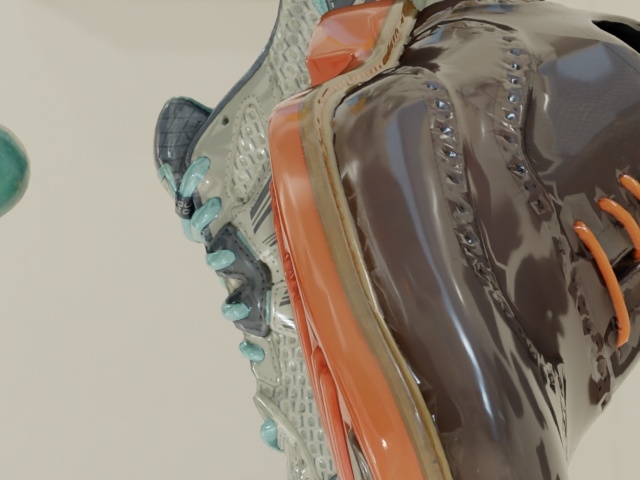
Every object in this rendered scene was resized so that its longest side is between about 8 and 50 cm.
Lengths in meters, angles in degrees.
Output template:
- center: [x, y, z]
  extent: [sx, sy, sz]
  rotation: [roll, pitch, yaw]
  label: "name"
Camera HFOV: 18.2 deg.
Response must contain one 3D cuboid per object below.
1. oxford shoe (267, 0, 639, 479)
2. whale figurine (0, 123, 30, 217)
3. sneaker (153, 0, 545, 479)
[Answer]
- center: [0.047, -0.005, 0.462]
  extent: [0.271, 0.098, 0.097]
  rotation: [-84, -19, -64]
  label: "oxford shoe"
- center: [-0.232, -0.050, 0.625]
  extent: [0.216, 0.272, 0.141]
  rotation: [-54, 6, 20]
  label: "whale figurine"
- center: [0.000, 0.000, 0.699]
  extent: [0.110, 0.122, 0.283]
  rotation: [76, -157, -88]
  label: "sneaker"
